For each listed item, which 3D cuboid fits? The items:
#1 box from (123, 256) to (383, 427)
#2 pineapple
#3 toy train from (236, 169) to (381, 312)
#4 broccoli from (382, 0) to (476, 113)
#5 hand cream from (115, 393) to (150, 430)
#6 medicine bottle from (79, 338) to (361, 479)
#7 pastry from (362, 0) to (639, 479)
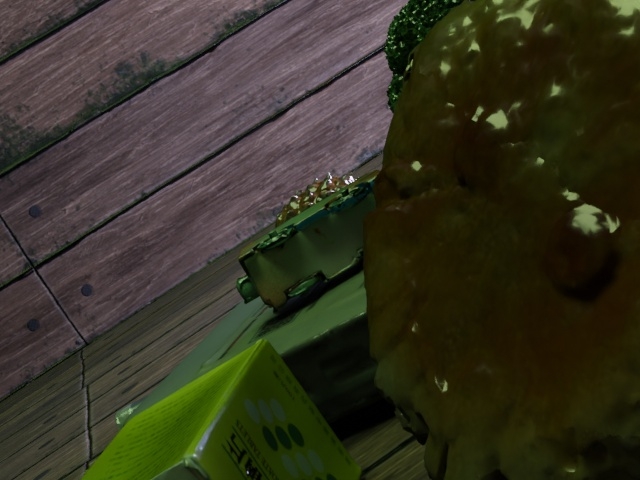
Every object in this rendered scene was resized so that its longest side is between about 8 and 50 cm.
[{"bbox_3d":[0.030,0.079,1.186,0.396,0.111,0.396,-28,9,25],"label":"box"},{"bbox_3d":[0.029,-0.028,1.734,0.193,0.166,0.166,-31,7,-12],"label":"pineapple"},{"bbox_3d":[0.000,0.000,1.127,0.188,0.072,0.099,-30,10,2],"label":"toy train"},{"bbox_3d":[0.214,-0.212,1.312,0.307,0.275,0.308,-15,-8,-2],"label":"broccoli"},{"bbox_3d":[-0.143,0.184,1.472,0.255,0.048,0.079,-26,17,6],"label":"hand cream"},{"bbox_3d":[-0.074,0.185,0.788,0.141,0.137,0.250,-31,6,13],"label":"medicine bottle"},{"bbox_3d":[0.152,-0.007,0.610,0.136,0.330,0.329,13,-25,-37],"label":"pastry"}]
